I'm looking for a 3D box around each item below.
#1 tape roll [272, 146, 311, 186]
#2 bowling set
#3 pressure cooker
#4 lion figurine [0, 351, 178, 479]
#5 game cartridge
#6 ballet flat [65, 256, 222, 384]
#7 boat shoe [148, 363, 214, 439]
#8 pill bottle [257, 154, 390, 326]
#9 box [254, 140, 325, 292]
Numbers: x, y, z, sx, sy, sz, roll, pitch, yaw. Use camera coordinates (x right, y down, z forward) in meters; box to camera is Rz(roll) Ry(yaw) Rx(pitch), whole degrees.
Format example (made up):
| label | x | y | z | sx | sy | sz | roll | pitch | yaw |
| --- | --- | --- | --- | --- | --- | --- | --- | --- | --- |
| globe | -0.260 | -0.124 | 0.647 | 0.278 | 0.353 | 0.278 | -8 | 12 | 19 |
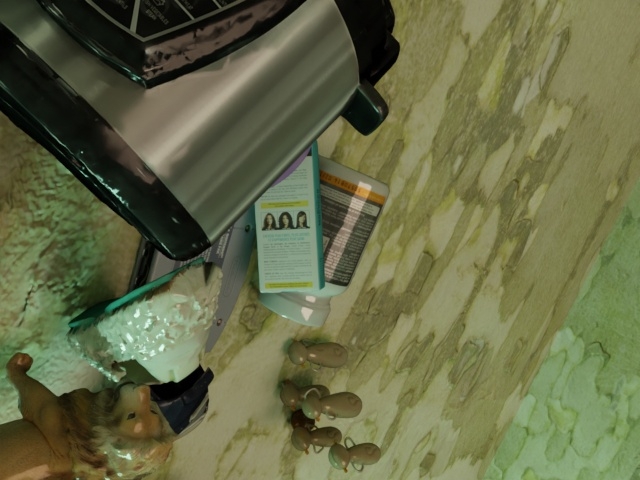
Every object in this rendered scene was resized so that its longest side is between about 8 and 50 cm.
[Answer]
| label | x | y | z | sx | sy | sz | roll | pitch | yaw |
| --- | --- | --- | --- | --- | --- | --- | --- | --- | --- |
| tape roll | -0.108 | -0.161 | 0.970 | 0.189 | 0.189 | 0.080 | -51 | 142 | -14 |
| bowling set | -0.020 | 0.366 | 1.399 | 0.154 | 0.287 | 0.200 | 11 | 137 | -44 |
| pressure cooker | -0.140 | -0.237 | 0.747 | 0.420 | 0.375 | 0.370 | -46 | 136 | -12 |
| lion figurine | -0.388 | 0.263 | 0.809 | 0.392 | 0.240 | 0.142 | -23 | 135 | -38 |
| game cartridge | -0.205 | 0.049 | 1.098 | 0.196 | 0.060 | 0.294 | 5 | 108 | -45 |
| ballet flat | -0.213 | 0.118 | 0.872 | 0.147 | 0.409 | 0.147 | 8 | 75 | -30 |
| boat shoe | -0.309 | 0.290 | 1.043 | 0.340 | 0.127 | 0.158 | -35 | 156 | -42 |
| pill bottle | 0.000 | 0.000 | 1.205 | 0.162 | 0.162 | 0.278 | 16 | 100 | -51 |
| box | -0.051 | -0.040 | 1.099 | 0.060 | 0.101 | 0.244 | -15 | 103 | -80 |
